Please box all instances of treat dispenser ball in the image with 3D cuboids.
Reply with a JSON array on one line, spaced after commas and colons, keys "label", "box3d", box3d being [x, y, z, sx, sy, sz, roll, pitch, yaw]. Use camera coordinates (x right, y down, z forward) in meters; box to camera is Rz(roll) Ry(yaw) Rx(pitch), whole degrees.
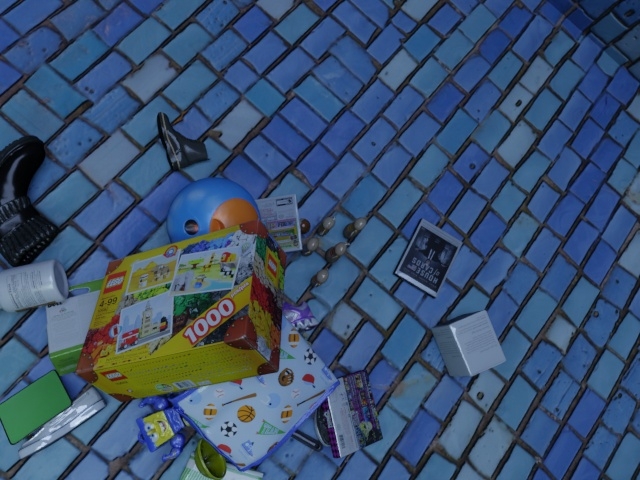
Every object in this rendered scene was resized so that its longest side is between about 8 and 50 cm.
[{"label": "treat dispenser ball", "box3d": [-0.329, -0.052, 1.789, 0.288, 0.288, 0.288, 3, 77, -13]}]

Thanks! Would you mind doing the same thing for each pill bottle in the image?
[{"label": "pill bottle", "box3d": [-0.873, 0.141, 1.687, 0.229, 0.131, 0.131, -13, 81, -7]}]

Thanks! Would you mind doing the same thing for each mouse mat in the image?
[{"label": "mouse mat", "box3d": [-0.819, 0.473, 1.652, 0.190, 0.007, 0.152, -35, 54, -17]}]

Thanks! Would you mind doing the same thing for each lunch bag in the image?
[{"label": "lunch bag", "box3d": [-0.202, 0.424, 1.681, 0.385, 0.239, 0.328, -46, 108, -20]}]

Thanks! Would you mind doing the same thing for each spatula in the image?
[{"label": "spatula", "box3d": [-0.120, 0.587, 1.828, 0.296, 0.030, 0.084, 31, 70, -5]}]

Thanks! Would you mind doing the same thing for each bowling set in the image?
[{"label": "bowling set", "box3d": [0.000, 0.000, 1.928, 0.200, 0.154, 0.287, 34, 71, -5]}]

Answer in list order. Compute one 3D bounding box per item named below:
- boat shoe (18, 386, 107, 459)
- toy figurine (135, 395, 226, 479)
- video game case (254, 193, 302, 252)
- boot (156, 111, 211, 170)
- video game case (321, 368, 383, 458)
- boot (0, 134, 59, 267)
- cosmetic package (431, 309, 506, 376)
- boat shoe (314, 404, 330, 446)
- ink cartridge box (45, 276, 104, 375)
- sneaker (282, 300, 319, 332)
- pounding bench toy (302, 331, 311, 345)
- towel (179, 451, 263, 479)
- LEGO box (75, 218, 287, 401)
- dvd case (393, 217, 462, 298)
[{"label": "boat shoe", "box3d": [-0.752, 0.522, 1.663, 0.258, 0.095, 0.084, -32, 83, -29]}, {"label": "toy figurine", "box3d": [-0.435, 0.567, 1.727, 0.217, 0.191, 0.362, -30, 83, 10]}, {"label": "video game case", "box3d": [-0.174, -0.047, 1.928, 0.212, 0.023, 0.193, -8, 79, 6]}, {"label": "boot", "box3d": [-0.462, -0.343, 1.943, 0.137, 0.077, 0.198, -18, 95, -22]}, {"label": "video game case", "box3d": [0.097, 0.545, 1.836, 0.210, 0.042, 0.232, -4, 77, -46]}, {"label": "boot", "box3d": [-0.887, -0.118, 1.744, 0.260, 0.131, 0.348, 36, 82, 3]}, {"label": "cosmetic package", "box3d": [0.503, 0.353, 1.973, 0.151, 0.151, 0.183, -19, 84, -18]}, {"label": "boat shoe", "box3d": [0.027, 0.543, 1.851, 0.080, 0.076, 0.228, 4, 76, -13]}, {"label": "ink cartridge box", "box3d": [-0.712, 0.250, 1.735, 0.189, 0.097, 0.255, -15, 47, -16]}, {"label": "sneaker", "box3d": [-0.128, 0.257, 1.876, 0.236, 0.095, 0.104, -10, 73, -21]}, {"label": "pounding bench toy", "box3d": [-0.067, 0.348, 1.884, 0.052, 0.065, 0.083, 31, 41, -5]}, {"label": "towel", "box3d": [-0.331, 0.825, 1.721, 0.248, 0.038, 0.324, 20, 75, -8]}, {"label": "LEGO box", "box3d": [-0.359, 0.193, 1.567, 0.500, 0.193, 0.372, -15, 48, 18]}, {"label": "dvd case", "box3d": [0.388, 0.063, 2.076, 0.179, 0.029, 0.238, 31, 72, -5]}]
